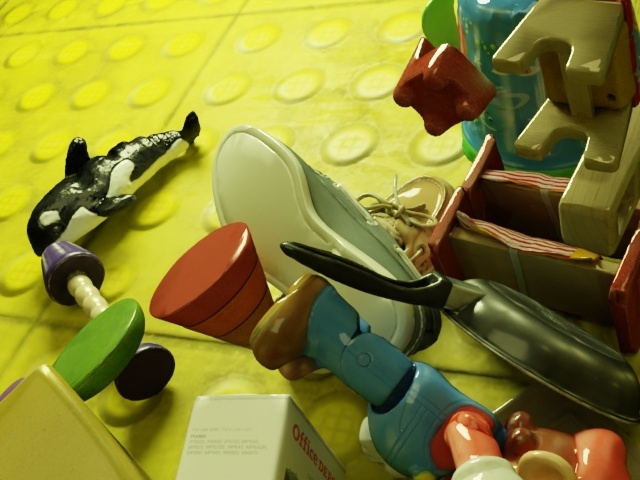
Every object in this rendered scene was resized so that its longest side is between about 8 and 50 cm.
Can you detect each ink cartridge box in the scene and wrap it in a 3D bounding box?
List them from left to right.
[{"bbox_3d":[-0.053,0.252,0.671,0.092,0.159,0.218,-7,51,18],"label":"ink cartridge box"}]

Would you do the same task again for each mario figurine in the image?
[{"bbox_3d":[0.081,0.169,0.624,0.320,0.170,0.198,34,29,20],"label":"mario figurine"}]

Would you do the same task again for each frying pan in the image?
[{"bbox_3d":[0.130,0.056,0.716,0.326,0.197,0.053,30,98,2],"label":"frying pan"}]

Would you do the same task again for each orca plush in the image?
[{"bbox_3d":[-0.293,-0.102,1.155,0.287,0.102,0.151,-36,24,-10],"label":"orca plush"}]

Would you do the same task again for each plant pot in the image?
[{"bbox_3d":[-0.214,0.275,0.719,0.187,0.212,0.212,31,66,27],"label":"plant pot"}]

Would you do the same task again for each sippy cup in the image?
[{"bbox_3d":[0.254,-0.212,0.943,0.305,0.224,0.240,-4,48,21],"label":"sippy cup"}]

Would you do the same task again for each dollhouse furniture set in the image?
[{"bbox_3d":[0.190,-0.074,0.734,0.201,0.374,0.152,16,61,34],"label":"dollhouse furniture set"}]

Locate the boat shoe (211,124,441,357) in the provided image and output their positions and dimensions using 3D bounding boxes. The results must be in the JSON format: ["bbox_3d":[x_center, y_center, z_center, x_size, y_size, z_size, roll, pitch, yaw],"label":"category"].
[{"bbox_3d":[0.000,0.000,0.844,0.319,0.099,0.116,47,115,33],"label":"boat shoe"}]

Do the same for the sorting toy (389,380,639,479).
[{"bbox_3d":[0.142,0.267,0.672,0.307,0.041,0.229,-33,45,-4],"label":"sorting toy"}]

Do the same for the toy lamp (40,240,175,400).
[{"bbox_3d":[-0.264,0.083,1.010,0.080,0.080,0.274,-38,47,-13],"label":"toy lamp"}]

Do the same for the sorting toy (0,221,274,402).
[{"bbox_3d":[-0.172,0.130,0.841,0.365,0.126,0.127,-34,24,20],"label":"sorting toy"}]

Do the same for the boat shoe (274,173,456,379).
[{"bbox_3d":[0.054,0.021,0.908,0.104,0.089,0.285,20,59,38],"label":"boat shoe"}]
